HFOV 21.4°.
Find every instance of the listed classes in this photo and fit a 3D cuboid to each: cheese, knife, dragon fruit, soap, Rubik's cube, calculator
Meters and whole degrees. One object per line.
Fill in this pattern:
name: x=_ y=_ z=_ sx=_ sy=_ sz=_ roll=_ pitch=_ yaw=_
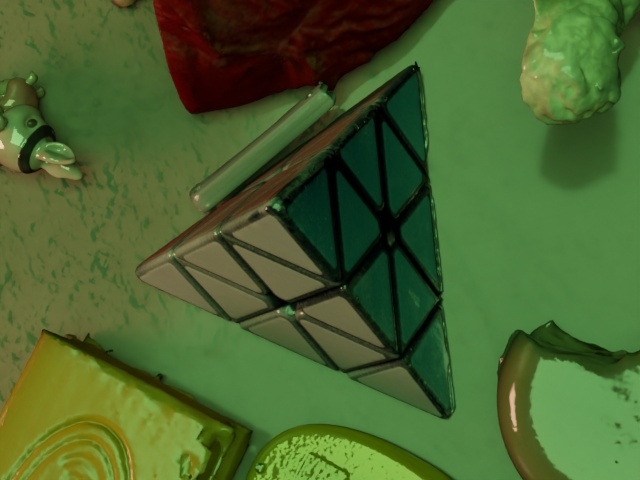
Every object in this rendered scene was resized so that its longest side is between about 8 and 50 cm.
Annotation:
cheese: x=0.234 y=0.146 z=1.384 sx=0.202 sy=0.091 sz=0.175 roll=29 pitch=86 yaw=12
knife: x=-0.051 y=-0.081 z=1.477 sx=0.162 sy=0.044 sz=0.023 roll=-39 pitch=103 yaw=17
dragon fruit: x=-0.008 y=-0.306 z=1.458 sx=0.330 sy=0.302 sz=0.240 roll=-18 pitch=49 yaw=-5
soap: x=-0.214 y=0.256 z=1.443 sx=0.204 sy=0.096 sz=0.324 roll=26 pitch=87 yaw=13
Rubik's cube: x=0.000 y=-0.002 z=1.418 sx=0.229 sy=0.233 sz=0.228 roll=-1 pitch=36 yaw=-25
calculator: x=0.043 y=0.245 z=1.432 sx=0.235 sy=0.032 sz=0.146 roll=27 pitch=88 yaw=14

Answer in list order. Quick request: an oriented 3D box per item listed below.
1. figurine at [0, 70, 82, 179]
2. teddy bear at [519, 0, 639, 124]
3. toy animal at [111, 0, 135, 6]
figurine: x=-0.279 y=-0.108 z=1.512 sx=0.146 sy=0.081 sz=0.098 roll=4 pitch=83 yaw=11
teddy bear: x=0.373 y=-0.262 z=1.311 sx=0.362 sy=0.375 sz=0.327 roll=4 pitch=125 yaw=28
toy animal: x=-0.195 y=-0.278 z=1.525 sx=0.089 sy=0.083 sz=0.150 roll=-44 pitch=66 yaw=15
